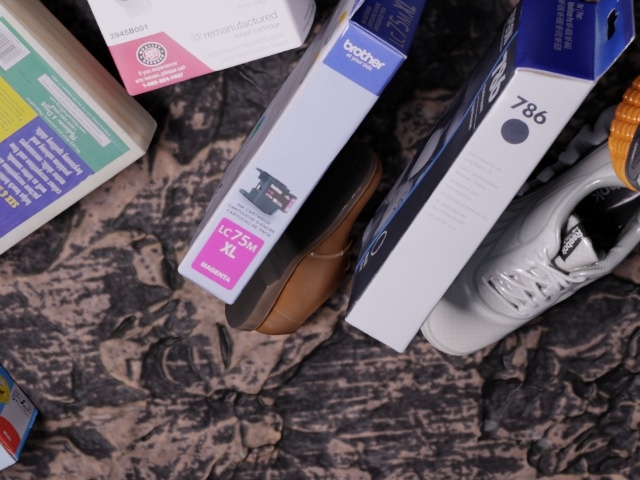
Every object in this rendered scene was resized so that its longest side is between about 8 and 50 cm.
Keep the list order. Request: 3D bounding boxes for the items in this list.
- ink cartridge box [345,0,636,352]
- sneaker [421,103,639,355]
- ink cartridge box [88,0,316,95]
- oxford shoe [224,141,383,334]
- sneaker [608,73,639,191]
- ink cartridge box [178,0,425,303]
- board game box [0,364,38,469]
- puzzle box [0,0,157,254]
[{"bbox_3d":[0.132,-0.079,1.516,0.065,0.165,0.333,31,117,-8],"label":"ink cartridge box"},{"bbox_3d":[0.187,0.005,1.584,0.110,0.118,0.292,39,118,-16],"label":"sneaker"},{"bbox_3d":[-0.114,-0.244,1.500,0.158,0.092,0.218,-15,114,15],"label":"ink cartridge box"},{"bbox_3d":[0.000,0.000,1.641,0.076,0.076,0.212,17,126,-30],"label":"oxford shoe"},{"bbox_3d":[0.338,-0.127,1.466,0.121,0.099,0.262,40,91,-23],"label":"sneaker"},{"bbox_3d":[0.002,-0.112,1.502,0.065,0.186,0.311,30,118,-6],"label":"ink cartridge box"},{"bbox_3d":[-0.475,0.131,1.753,0.308,0.086,0.302,-27,112,20],"label":"board game box"},{"bbox_3d":[-0.367,-0.157,1.563,0.272,0.052,0.409,-32,114,27],"label":"puzzle box"}]
